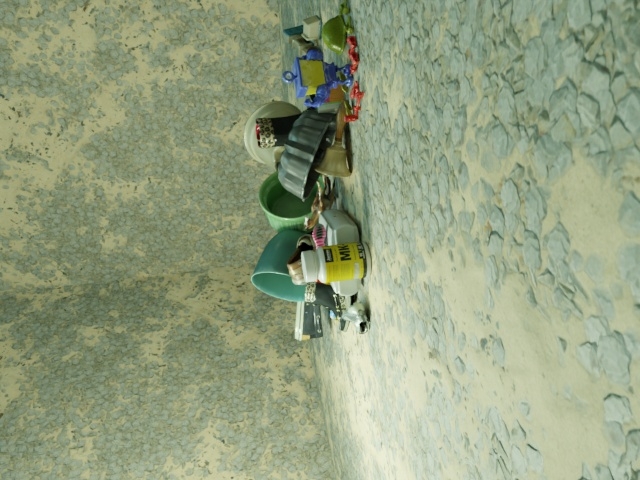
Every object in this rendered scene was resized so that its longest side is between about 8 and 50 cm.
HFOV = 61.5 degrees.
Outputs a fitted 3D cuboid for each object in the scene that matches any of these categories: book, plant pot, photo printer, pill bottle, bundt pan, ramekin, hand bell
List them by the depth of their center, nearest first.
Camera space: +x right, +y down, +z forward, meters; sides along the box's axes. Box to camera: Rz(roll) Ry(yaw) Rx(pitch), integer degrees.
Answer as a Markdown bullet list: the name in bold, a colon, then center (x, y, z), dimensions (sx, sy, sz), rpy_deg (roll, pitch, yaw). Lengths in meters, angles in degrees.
- **pill bottle**: center (0.049, 0.072, 1.716), dimensions (0.119, 0.208, 0.119), rpy_deg (173, 90, -82)
- **hand bell**: center (0.062, -0.343, 1.782), dimensions (0.126, 0.126, 0.242), rpy_deg (-116, 34, -66)
- **book**: center (0.029, -0.500, 1.795), dimensions (0.035, 0.096, 0.144), rpy_deg (120, 143, -77)
- **bundt pan**: center (-0.053, -0.313, 1.896), dimensions (0.331, 0.124, 0.331), rpy_deg (22, -90, -86)
- **photo printer**: center (0.064, 0.028, 1.932), dimensions (0.307, 0.107, 0.256), rpy_deg (-121, 25, -72)
- **plant pot**: center (-0.125, 0.098, 2.312), dimensions (0.293, 0.293, 0.235), rpy_deg (100, -176, -64)
- **ramekin**: center (-0.113, -0.167, 2.376), dimensions (0.148, 0.303, 0.303), rpy_deg (82, 176, -53)
- **plant pot**: center (-0.166, -0.455, 2.564), dimensions (0.305, 0.333, 0.334), rpy_deg (-126, 28, -50)

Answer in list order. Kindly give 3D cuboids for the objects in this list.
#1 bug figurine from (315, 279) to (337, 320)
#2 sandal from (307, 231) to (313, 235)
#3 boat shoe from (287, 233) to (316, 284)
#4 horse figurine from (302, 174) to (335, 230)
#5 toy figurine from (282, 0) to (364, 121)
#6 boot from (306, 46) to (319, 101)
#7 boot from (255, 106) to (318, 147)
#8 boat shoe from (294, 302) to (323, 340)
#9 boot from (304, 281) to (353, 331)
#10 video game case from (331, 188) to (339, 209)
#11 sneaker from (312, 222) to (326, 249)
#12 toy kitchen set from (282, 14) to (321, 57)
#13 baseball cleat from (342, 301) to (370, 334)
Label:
- **bug figurine**: center (0.025, 0.187, 2.188), dimensions (0.279, 0.072, 0.216), rpy_deg (64, -165, -45)
- **sandal**: center (-0.044, -0.058, 2.554), dimensions (0.107, 0.167, 0.446), rpy_deg (-21, 64, 38)
- **boat shoe**: center (-0.028, 0.029, 2.108), dimensions (0.116, 0.123, 0.324), rpy_deg (59, -137, -29)
- **horse figurine**: center (0.007, -0.161, 2.073), dimensions (0.263, 0.066, 0.175), rpy_deg (-56, -24, -59)
- **toy figurine**: center (-0.011, -0.535, 1.624), dimensions (0.191, 0.217, 0.363), rpy_deg (119, 143, -76)
- **boot**: center (-0.033, -0.665, 2.152), dimensions (0.106, 0.082, 0.219), rpy_deg (-118, 21, -61)
- **boot**: center (-0.128, -0.469, 2.235), dimensions (0.377, 0.284, 0.138), rpy_deg (-114, 20, -62)
- **boat shoe**: center (-0.034, 0.248, 2.662), dimensions (0.187, 0.155, 0.500), rpy_deg (120, 154, -85)
- **boot**: center (0.032, 0.242, 2.026), dimensions (0.085, 0.178, 0.236), rpy_deg (-74, -11, -49)
- **video game case**: center (0.059, -0.149, 2.164), dimensions (0.122, 0.011, 0.087), rpy_deg (-113, 18, -64)
- **sneaker**: center (0.000, 0.000, 1.835), dimensions (0.057, 0.047, 0.119), rpy_deg (-65, -29, -83)
- **toy kitchen set**: center (-0.052, -0.846, 2.146), dimensions (0.207, 0.122, 0.166), rpy_deg (53, 155, 34)
- **baseball cleat**: center (0.122, 0.278, 1.865), dimensions (0.206, 0.072, 0.109), rpy_deg (92, 160, -73)
